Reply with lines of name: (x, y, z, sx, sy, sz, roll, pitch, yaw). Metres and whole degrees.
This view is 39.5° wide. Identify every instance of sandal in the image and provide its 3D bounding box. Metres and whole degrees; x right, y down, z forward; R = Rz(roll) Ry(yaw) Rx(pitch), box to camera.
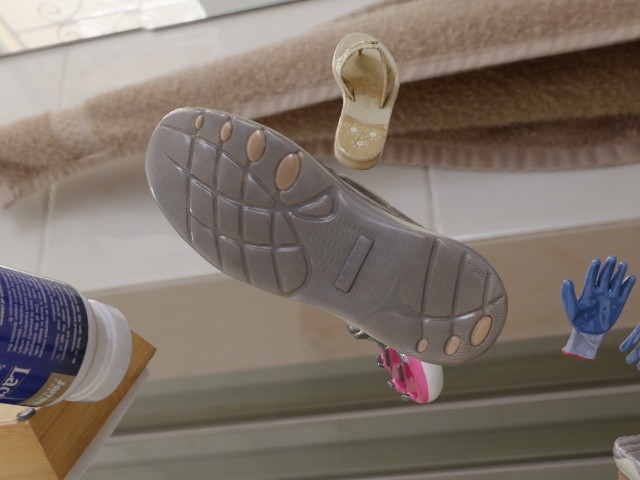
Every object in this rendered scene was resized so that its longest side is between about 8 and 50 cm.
sandal: (0.060, -0.199, 1.090, 0.079, 0.088, 0.240, 105, 173, -53)

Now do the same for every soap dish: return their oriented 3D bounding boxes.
soap dish: (-0.389, 0.227, 1.228, 0.291, 0.229, 0.118, -61, -45, -59)

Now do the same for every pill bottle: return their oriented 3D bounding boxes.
pill bottle: (-0.352, 0.108, 1.011, 0.265, 0.153, 0.153, 24, -123, -52)

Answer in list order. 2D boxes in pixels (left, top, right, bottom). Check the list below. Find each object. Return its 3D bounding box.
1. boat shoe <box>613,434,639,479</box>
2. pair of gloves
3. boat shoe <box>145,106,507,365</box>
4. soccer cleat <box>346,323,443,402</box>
boat shoe: (0.413, 0.318, 0.982, 0.324, 0.123, 0.116, -61, -29, -81)
pair of gloves: (0.409, 0.100, 1.182, 0.023, 0.198, 0.159, -82, 5, -65)
boat shoe: (0.000, 0.000, 0.813, 0.132, 0.355, 0.130, -58, -9, 4)
soccer cleat: (0.138, 0.128, 1.328, 0.331, 0.143, 0.116, -131, 29, -67)
